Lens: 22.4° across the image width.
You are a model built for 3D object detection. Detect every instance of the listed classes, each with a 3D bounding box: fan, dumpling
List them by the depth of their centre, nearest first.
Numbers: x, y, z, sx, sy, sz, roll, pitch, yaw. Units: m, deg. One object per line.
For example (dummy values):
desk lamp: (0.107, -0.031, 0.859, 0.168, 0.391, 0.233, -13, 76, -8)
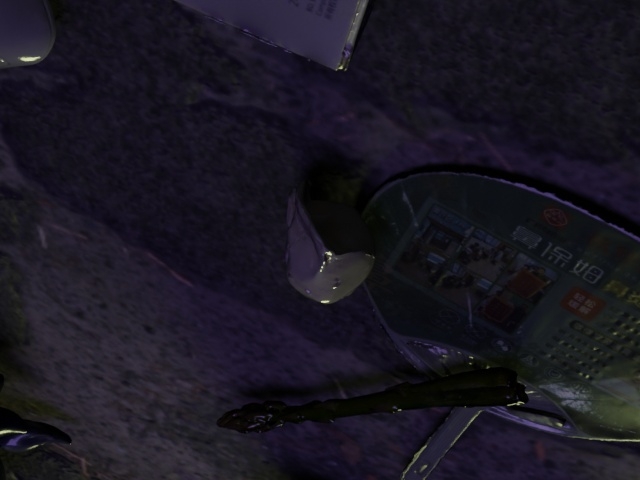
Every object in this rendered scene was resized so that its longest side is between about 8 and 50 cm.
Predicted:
dumpling: (-0.002, 0.002, 0.846, 0.057, 0.076, 0.052, 46, 114, 25)
fan: (0.088, 0.050, 0.891, 0.294, 0.012, 0.223, -19, 125, 44)

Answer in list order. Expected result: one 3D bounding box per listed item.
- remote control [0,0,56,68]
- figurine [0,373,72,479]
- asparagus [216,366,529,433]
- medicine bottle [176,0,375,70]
remote control: (-0.237, -0.197, 0.748, 0.109, 0.055, 0.313, 0, 136, 30)
figurine: (-0.306, 0.155, 1.131, 0.175, 0.197, 0.265, 33, 154, 24)
asparagus: (0.025, 0.098, 0.964, 0.233, 0.022, 0.023, -13, 155, 40)
medicine bottle: (-0.040, -0.175, 0.661, 0.171, 0.052, 0.201, 23, 144, 4)
